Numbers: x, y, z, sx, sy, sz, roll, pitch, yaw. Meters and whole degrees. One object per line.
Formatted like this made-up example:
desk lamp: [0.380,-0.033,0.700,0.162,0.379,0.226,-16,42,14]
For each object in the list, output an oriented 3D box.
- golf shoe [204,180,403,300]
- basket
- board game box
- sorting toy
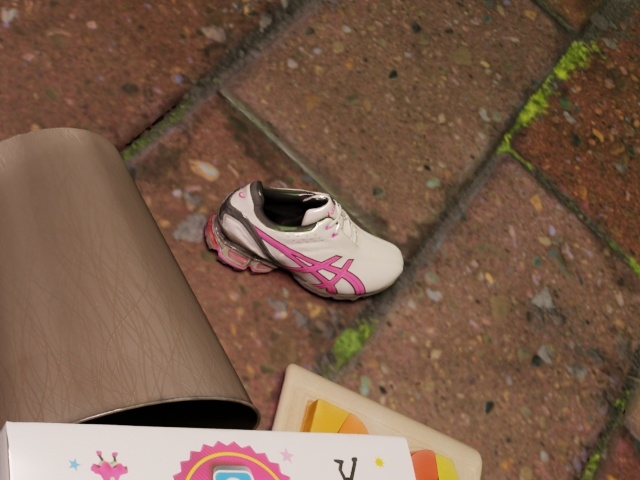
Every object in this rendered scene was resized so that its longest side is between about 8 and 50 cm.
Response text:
golf shoe: [0.000,0.000,1.062,0.186,0.086,0.067,14,52,-29]
basket: [-0.171,0.048,0.870,0.204,0.154,0.227,-3,58,-38]
board game box: [-0.111,0.206,0.687,0.224,0.303,0.098,8,56,-31]
sorting toy: [0.041,0.211,0.976,0.193,0.038,0.208,27,48,-17]
